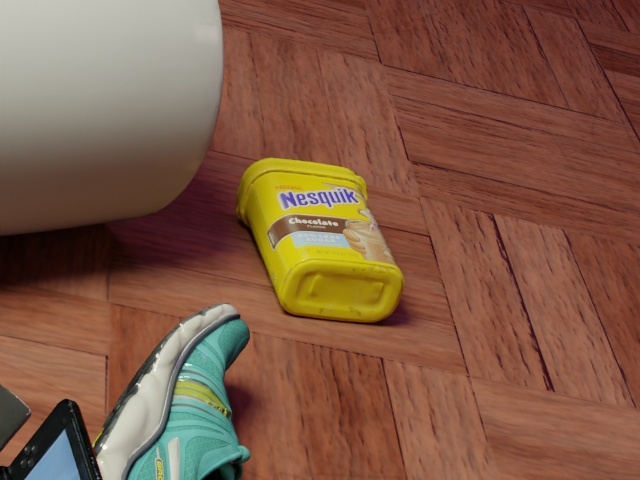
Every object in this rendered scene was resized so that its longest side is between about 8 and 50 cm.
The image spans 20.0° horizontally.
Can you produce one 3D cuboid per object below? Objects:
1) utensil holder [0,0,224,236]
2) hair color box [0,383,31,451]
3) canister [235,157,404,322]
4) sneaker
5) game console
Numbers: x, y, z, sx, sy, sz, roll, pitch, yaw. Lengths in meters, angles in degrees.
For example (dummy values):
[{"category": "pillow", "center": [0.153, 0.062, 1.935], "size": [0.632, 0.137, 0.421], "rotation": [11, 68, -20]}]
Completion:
[{"category": "utensil holder", "center": [-0.320, -0.156, 1.518], "size": [0.385, 0.328, 0.327], "rotation": [-7, 37, -42]}, {"category": "hair color box", "center": [-0.339, 0.169, 0.931], "size": [0.185, 0.113, 0.374], "rotation": [44, 51, -10]}, {"category": "canister", "center": [0.000, 0.000, 1.703], "size": [0.126, 0.073, 0.170], "rotation": [7, 32, -22]}, {"category": "sneaker", "center": [-0.106, 0.148, 1.369], "size": [0.110, 0.107, 0.275], "rotation": [34, 34, -5]}, {"category": "game console", "center": [-0.216, 0.179, 1.226], "size": [0.085, 0.124, 0.144], "rotation": [27, 20, -34]}]
